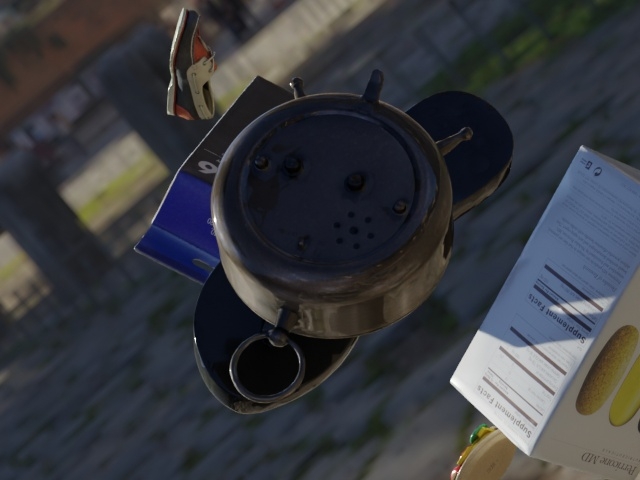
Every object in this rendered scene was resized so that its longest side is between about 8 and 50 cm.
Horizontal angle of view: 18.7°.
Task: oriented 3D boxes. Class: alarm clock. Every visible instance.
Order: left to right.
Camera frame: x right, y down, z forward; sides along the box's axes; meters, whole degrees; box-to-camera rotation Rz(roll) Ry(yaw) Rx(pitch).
[{"bbox_3d":[0.000,0.000,1.036,0.064,0.129,0.192,79,-150,-65],"label":"alarm clock"}]

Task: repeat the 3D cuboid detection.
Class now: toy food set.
[{"bbox_3d":[0.148,0.199,1.755,0.082,0.020,0.083,-56,-30,7],"label":"toy food set"}]

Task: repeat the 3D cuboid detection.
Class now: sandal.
[{"bbox_3d":[0.014,-0.005,1.174,0.254,0.097,0.054,-47,-18,-18],"label":"sandal"}]

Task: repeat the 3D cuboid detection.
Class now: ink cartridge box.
[{"bbox_3d":[-0.050,-0.049,1.936,0.065,0.165,0.332,-64,-2,32],"label":"ink cartridge box"}]

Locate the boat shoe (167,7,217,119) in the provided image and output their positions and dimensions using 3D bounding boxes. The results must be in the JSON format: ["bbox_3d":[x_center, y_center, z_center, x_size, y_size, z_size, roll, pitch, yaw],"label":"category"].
[{"bbox_3d":[-0.116,-0.161,1.788,0.137,0.043,0.049,99,-175,-52],"label":"boat shoe"}]

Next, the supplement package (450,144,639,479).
[{"bbox_3d":[0.248,0.067,1.682,0.134,0.139,0.244,42,109,51],"label":"supplement package"}]
